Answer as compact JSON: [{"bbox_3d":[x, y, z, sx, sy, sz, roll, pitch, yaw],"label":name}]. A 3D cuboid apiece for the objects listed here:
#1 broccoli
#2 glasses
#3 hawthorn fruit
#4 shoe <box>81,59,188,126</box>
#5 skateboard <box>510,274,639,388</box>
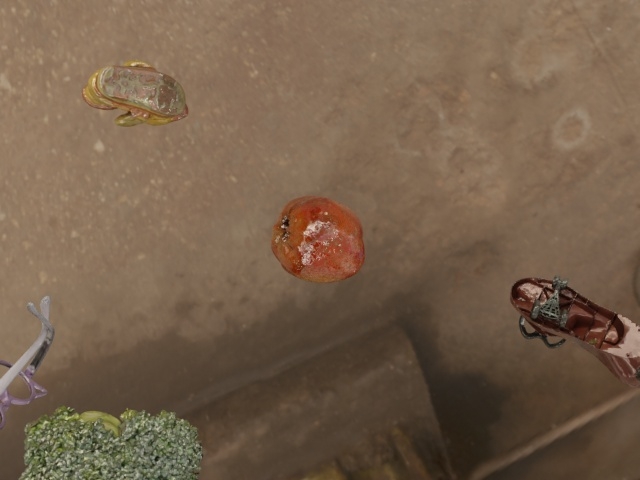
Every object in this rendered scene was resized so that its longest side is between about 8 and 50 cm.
[{"bbox_3d":[-0.287,0.295,1.211,0.221,0.361,0.252,9,110,-16],"label":"broccoli"},{"bbox_3d":[-0.257,0.104,0.798,0.062,0.140,0.104,41,98,-4],"label":"glasses"},{"bbox_3d":[0.000,0.000,1.133,0.128,0.128,0.128,-10,123,-16],"label":"hawthorn fruit"},{"bbox_3d":[-0.197,-0.158,0.964,0.109,0.069,0.072,-12,92,-43],"label":"shoe"},{"bbox_3d":[0.241,0.082,0.819,0.067,0.151,0.080,-55,161,-24],"label":"skateboard"}]
